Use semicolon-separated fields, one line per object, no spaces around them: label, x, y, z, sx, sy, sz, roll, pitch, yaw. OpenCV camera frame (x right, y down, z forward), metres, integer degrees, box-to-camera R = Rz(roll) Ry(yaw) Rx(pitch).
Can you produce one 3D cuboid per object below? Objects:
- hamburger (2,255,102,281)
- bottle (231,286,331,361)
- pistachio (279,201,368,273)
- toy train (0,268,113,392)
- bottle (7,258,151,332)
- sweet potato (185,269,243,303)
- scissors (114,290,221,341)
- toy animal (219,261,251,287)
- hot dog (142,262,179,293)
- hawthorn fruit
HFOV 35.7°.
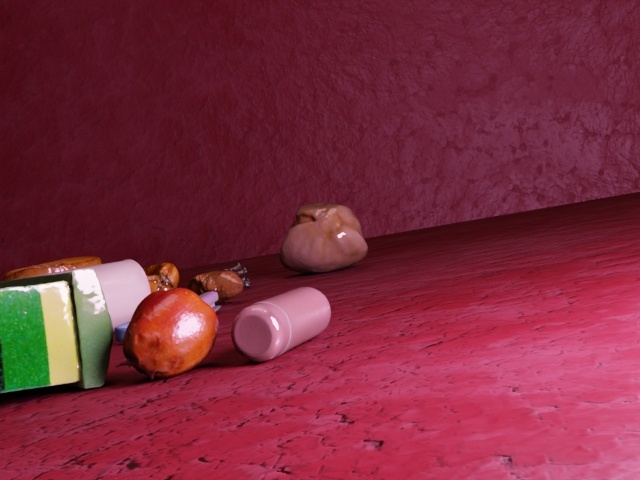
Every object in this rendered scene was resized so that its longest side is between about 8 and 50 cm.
hamburger;-0.470;0.093;1.761;0.182;0.118;0.191;-14;-1;-11
bottle;-0.035;0.077;0.935;0.053;0.053;0.140;-9;2;20
pistachio;0.000;0.000;1.913;0.238;0.153;0.137;-11;40;57
toy train;-0.341;0.096;0.968;0.202;0.120;0.301;-5;-2;-34
bottle;-0.365;0.094;1.384;0.245;0.104;0.104;-11;2;-35
sweet potato;-0.184;0.078;1.622;0.068;0.060;0.206;26;-27;-24
scissors;-0.181;0.100;1.346;0.125;0.030;0.256;-8;5;12
toy animal;-0.174;0.072;1.884;0.065;0.047;0.136;-19;9;-10
hot dog;-0.334;0.090;1.853;0.100;0.068;0.249;-26;7;-27
hawthorn fruit;-0.141;0.091;0.900;0.081;0.081;0.093;-8;32;38
